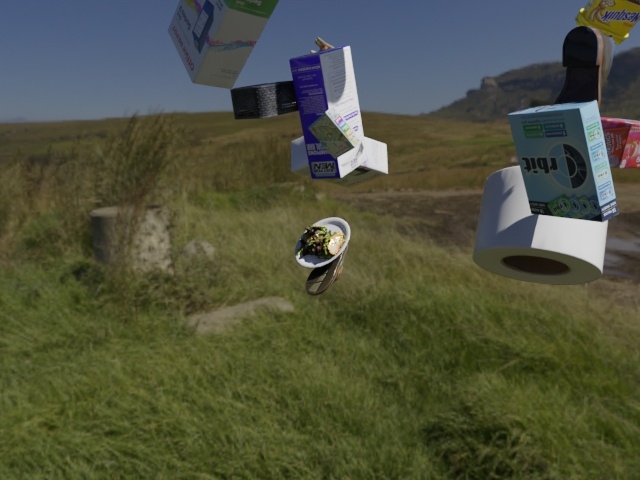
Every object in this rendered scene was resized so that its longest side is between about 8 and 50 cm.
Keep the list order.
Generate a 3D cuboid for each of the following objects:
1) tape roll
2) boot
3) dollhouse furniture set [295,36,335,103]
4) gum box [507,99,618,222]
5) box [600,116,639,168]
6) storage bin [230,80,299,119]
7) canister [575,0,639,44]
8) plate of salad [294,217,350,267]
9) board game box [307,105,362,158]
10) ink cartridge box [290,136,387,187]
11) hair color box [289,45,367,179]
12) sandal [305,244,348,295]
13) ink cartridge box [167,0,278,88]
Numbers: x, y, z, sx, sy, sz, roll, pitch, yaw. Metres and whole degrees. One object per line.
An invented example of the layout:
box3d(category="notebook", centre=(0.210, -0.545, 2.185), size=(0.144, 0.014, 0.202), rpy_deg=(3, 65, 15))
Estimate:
box3d(category="tape roll", centre=(0.438, -0.025, 1.200), size=(0.246, 0.169, 0.246), rpy_deg=(12, -15, 3))
box3d(category="boot", centre=(0.453, -0.246, 1.018), size=(0.106, 0.219, 0.082), rpy_deg=(-17, 28, -40))
box3d(category="dollhouse furniture set", centre=(-0.011, -0.611, 2.262), size=(0.135, 0.262, 0.259), rpy_deg=(26, 7, -11))
box3d(category="gum box", centre=(0.392, -0.128, 0.982), size=(0.041, 0.185, 0.157), rpy_deg=(-25, 17, -19))
box3d(category="box", centre=(0.831, -0.269, 1.655), size=(0.256, 0.123, 0.128), rpy_deg=(-7, 22, -40))
box3d(category="storage bin", centre=(-0.146, -0.388, 1.657), size=(0.122, 0.085, 0.180), rpy_deg=(7, 21, 38))
box3d(category="canister", centre=(0.675, -0.539, 1.341), size=(0.126, 0.170, 0.073), rpy_deg=(13, 50, -14))
box3d(category="plate of salad", centre=(0.000, 0.000, 1.893), size=(0.199, 0.200, 0.048), rpy_deg=(6, -32, 41))
box3d(category="board game box", centre=(0.032, -0.250, 1.412), size=(0.026, 0.103, 0.154), rpy_deg=(-44, 9, -14))
box3d(category="ink cartridge box", centre=(0.072, -0.308, 2.252), size=(0.306, 0.131, 0.226), rpy_deg=(12, -18, -40))
box3d(category="hair color box", centre=(0.028, -0.360, 1.699), size=(0.110, 0.339, 0.185), rpy_deg=(0, 22, 31))
box3d(category="sandal", centre=(0.030, 0.092, 1.893), size=(0.089, 0.060, 0.219), rpy_deg=(2, 47, 33))
box3d(category="ink cartridge box", centre=(-0.177, -0.403, 1.072), size=(0.093, 0.154, 0.212), rpy_deg=(-3, -35, -39))
